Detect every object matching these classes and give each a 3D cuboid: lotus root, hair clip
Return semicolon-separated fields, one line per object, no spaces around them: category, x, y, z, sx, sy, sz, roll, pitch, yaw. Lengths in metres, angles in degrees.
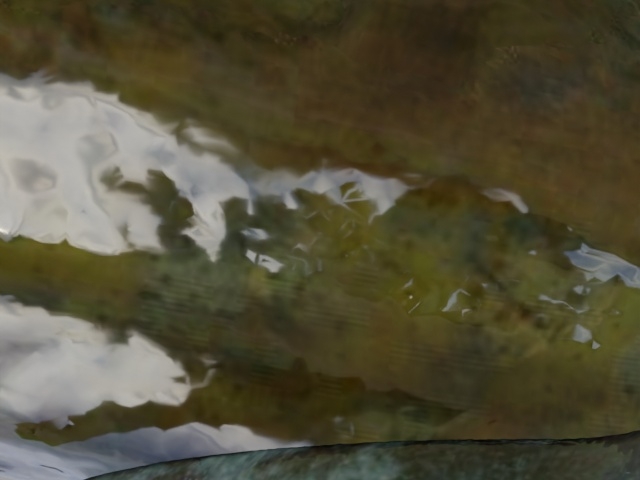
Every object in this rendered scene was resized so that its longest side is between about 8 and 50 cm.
lotus root;0.000;0.000;0.522;0.346;0.250;0.250;14;-172;0
hair clip;-0.007;0.064;0.355;0.229;0.039;0.070;-4;141;34
